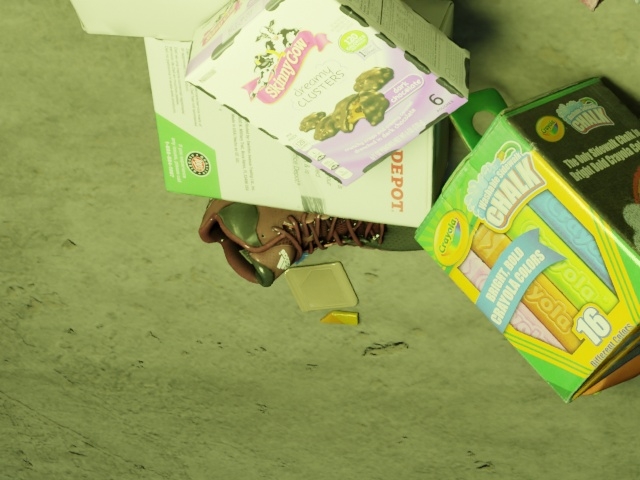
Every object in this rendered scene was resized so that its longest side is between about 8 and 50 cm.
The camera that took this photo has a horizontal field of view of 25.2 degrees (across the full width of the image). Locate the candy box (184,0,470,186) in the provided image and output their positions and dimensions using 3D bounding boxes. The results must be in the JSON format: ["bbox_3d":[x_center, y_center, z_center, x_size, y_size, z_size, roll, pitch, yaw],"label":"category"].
[{"bbox_3d":[0.006,-0.156,1.278,0.196,0.070,0.165,32,133,-28],"label":"candy box"}]

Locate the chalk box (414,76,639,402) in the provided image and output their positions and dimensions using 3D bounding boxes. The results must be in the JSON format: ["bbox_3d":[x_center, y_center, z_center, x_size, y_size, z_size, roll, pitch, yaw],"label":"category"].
[{"bbox_3d":[0.227,-0.027,1.371,0.289,0.180,0.179,49,132,19],"label":"chalk box"}]

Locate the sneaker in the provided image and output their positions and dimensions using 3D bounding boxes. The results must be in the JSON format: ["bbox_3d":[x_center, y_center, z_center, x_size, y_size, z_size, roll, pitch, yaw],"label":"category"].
[{"bbox_3d":[0.000,0.000,1.546,0.282,0.162,0.106,9,132,14],"label":"sneaker"}]

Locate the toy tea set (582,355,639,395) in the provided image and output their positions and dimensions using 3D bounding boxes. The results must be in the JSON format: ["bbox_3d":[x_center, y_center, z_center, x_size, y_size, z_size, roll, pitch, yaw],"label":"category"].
[{"bbox_3d":[0.335,0.028,1.507,0.336,0.124,0.200,-39,79,44],"label":"toy tea set"}]

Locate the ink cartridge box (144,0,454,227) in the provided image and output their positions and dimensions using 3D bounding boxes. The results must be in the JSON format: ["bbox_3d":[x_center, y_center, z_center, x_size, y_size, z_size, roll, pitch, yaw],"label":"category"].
[{"bbox_3d":[-0.015,-0.142,1.456,0.289,0.121,0.211,9,132,13],"label":"ink cartridge box"}]

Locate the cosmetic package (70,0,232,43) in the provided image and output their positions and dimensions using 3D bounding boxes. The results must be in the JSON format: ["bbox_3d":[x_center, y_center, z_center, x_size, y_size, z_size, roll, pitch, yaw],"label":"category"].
[{"bbox_3d":[-0.158,-0.339,1.241,0.197,0.155,0.365,6,153,15],"label":"cosmetic package"}]

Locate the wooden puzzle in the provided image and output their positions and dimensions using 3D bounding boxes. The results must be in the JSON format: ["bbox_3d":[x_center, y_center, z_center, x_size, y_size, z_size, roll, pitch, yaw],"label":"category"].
[{"bbox_3d":[0.001,0.055,1.699,0.079,0.014,0.116,-4,128,18],"label":"wooden puzzle"}]

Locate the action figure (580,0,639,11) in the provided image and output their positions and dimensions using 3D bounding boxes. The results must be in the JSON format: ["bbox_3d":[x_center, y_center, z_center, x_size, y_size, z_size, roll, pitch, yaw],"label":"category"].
[{"bbox_3d":[0.121,-0.337,1.151,0.370,0.248,0.275,21,133,-2],"label":"action figure"}]
